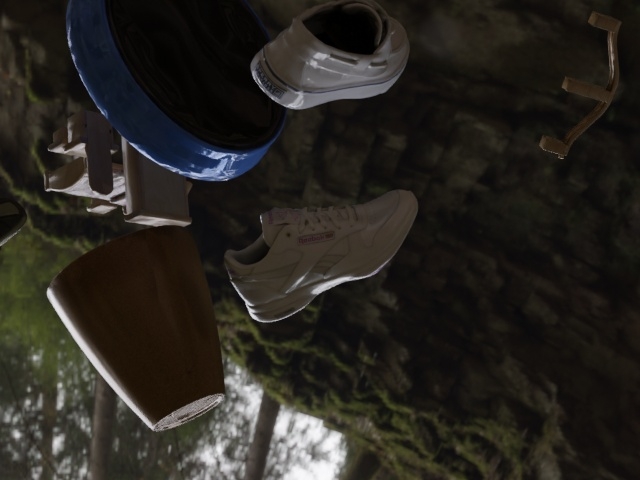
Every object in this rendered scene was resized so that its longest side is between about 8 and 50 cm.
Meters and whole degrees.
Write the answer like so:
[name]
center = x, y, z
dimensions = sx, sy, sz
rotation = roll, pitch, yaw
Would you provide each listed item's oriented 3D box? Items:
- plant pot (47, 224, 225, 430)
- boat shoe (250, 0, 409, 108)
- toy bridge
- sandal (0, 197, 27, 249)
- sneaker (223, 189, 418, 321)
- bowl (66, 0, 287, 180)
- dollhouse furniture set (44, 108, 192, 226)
[plant pot]
center = -0.251, 0.146, 1.451
dimensions = 0.237, 0.237, 0.254
rotation = -17, -109, -31
[boat shoe]
center = 0.035, -0.194, 0.956
dimensions = 0.095, 0.084, 0.258
rotation = 47, -145, 3
[toy bridge]
center = 0.341, -0.191, 1.234
dimensions = 0.063, 0.188, 0.026
rotation = 14, -159, -11
[sandal]
center = -0.634, 0.043, 1.707
dimensions = 0.303, 0.086, 0.120
rotation = -46, -124, -1
[sneaker]
center = 0.000, 0.000, 1.422
dimensions = 0.305, 0.152, 0.114
rotation = -31, -153, 5
[bowl]
center = -0.204, -0.282, 1.495
dimensions = 0.391, 0.077, 0.391
rotation = 28, -132, -36
[dollhouse furniture set]
center = -0.414, -0.072, 1.787
dimensions = 0.303, 0.355, 0.174
rotation = 11, -114, -47
